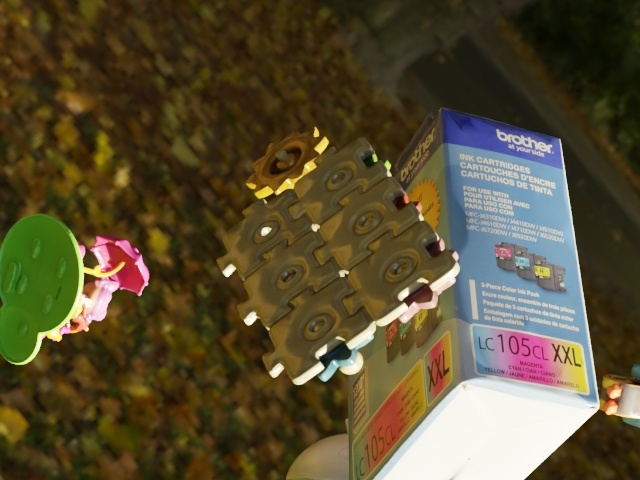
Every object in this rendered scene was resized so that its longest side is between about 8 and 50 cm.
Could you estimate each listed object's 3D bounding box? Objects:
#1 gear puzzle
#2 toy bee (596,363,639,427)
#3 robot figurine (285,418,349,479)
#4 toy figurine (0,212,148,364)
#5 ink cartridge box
[{"bbox_3d":[0.000,0.000,1.298,0.044,0.175,0.339,52,4,-34],"label":"gear puzzle"},{"bbox_3d":[0.495,0.257,2.336,0.162,0.298,0.195,-6,86,-72],"label":"toy bee"},{"bbox_3d":[0.034,0.392,1.869,0.200,0.300,0.353,36,63,-51],"label":"robot figurine"},{"bbox_3d":[-0.266,0.055,1.687,0.130,0.173,0.159,32,18,32],"label":"toy figurine"},{"bbox_3d":[0.139,0.055,1.556,0.151,0.270,0.395,14,50,-17],"label":"ink cartridge box"}]
